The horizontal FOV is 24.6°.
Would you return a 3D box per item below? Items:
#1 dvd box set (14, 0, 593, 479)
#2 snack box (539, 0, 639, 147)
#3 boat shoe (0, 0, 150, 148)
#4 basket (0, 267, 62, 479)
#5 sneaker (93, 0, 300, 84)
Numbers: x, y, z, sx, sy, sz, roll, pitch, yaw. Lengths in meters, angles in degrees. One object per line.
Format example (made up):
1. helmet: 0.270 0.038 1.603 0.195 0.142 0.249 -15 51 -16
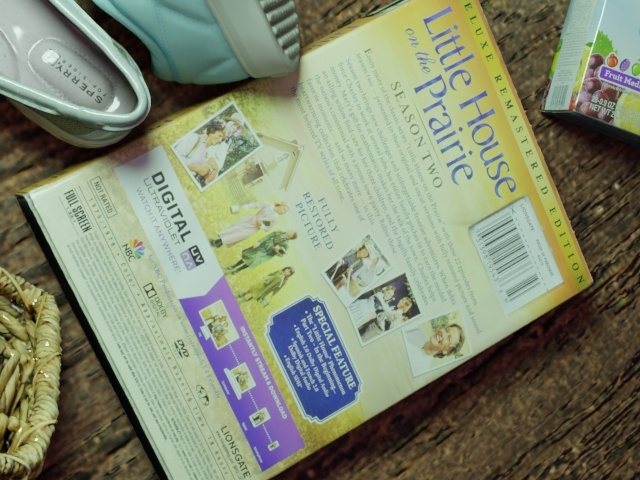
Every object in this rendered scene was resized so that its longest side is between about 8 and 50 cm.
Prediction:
1. dvd box set: 0.000 0.000 1.233 0.420 0.062 0.307 -30 105 -17
2. snack box: 0.312 -0.190 1.336 0.174 0.070 0.207 16 87 -22
3. boat shoe: -0.263 -0.180 1.077 0.320 0.103 0.118 37 81 -12
4. basket: -0.335 0.097 1.024 0.299 0.213 0.223 26 86 -23
5. sneaker: -0.137 -0.231 1.046 0.150 0.135 0.366 -12 138 14
